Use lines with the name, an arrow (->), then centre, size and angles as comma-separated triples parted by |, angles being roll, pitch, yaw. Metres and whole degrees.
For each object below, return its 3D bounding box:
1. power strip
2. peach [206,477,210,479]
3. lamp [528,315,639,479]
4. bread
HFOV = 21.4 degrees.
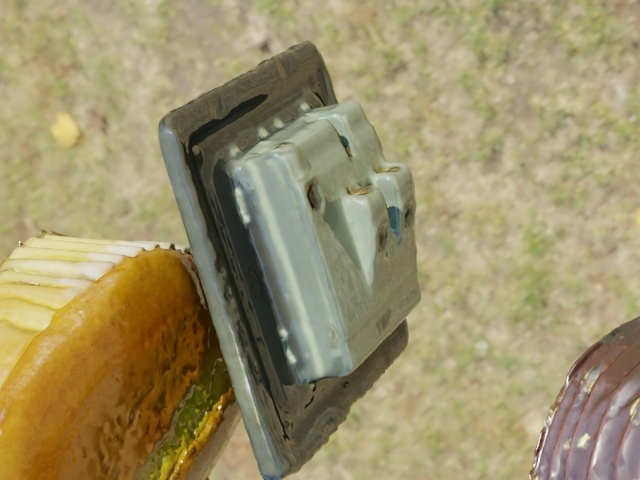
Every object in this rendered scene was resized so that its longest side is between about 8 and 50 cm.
power strip -> 0.002, 0.001, 1.173 | 0.092, 0.257, 0.251 | -5, 107, 24
peach -> -0.126, 0.264, 1.347 | 0.190, 0.190, 0.192 | 27, 96, 39
lamp -> 0.221, 0.149, 0.907 | 0.247, 0.247, 0.247 | 34, 141, 33
bread -> -0.163, 0.130, 1.132 | 0.156, 0.288, 0.204 | 5, 130, 32
